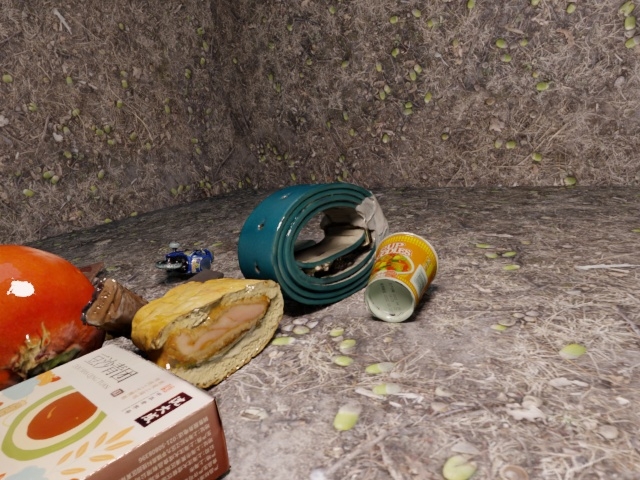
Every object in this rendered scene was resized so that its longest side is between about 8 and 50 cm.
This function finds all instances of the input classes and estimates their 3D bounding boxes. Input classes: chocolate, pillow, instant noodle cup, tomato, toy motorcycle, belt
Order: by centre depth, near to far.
[{"bbox_3d":[-0.594,0.163,0.905,0.321,0.322,0.321,-7,14,2],"label":"tomato"},{"bbox_3d":[-0.385,0.162,0.982,0.065,0.103,0.329,20,-19,7],"label":"chocolate"},{"bbox_3d":[0.182,0.094,1.110,0.168,0.169,0.185,-1,25,25],"label":"instant noodle cup"},{"bbox_3d":[-0.001,0.000,1.241,0.173,0.301,0.436,5,16,41],"label":"belt"},{"bbox_3d":[-0.443,0.069,1.625,0.168,0.113,0.315,3,6,-1],"label":"toy motorcycle"},{"bbox_3d":[-0.848,0.143,1.667,0.135,0.049,0.248,-11,19,-10],"label":"pillow"}]

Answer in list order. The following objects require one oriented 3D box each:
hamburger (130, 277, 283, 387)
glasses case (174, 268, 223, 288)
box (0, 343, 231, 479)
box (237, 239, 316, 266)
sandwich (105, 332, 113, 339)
[{"bbox_3d":[-0.247,0.176,0.988,0.208,0.162,0.329,1,19,39],"label":"hamburger"},{"bbox_3d":[-0.368,0.137,1.439,0.071,0.042,0.190,4,17,17],"label":"glasses case"},{"bbox_3d":[-0.382,0.304,0.637,0.344,0.122,0.385,5,19,44],"label":"box"},{"bbox_3d":[-0.118,0.070,1.389,0.162,0.130,0.227,0,15,29],"label":"box"},{"bbox_3d":[-0.507,0.219,1.221,0.067,0.029,0.135,3,18,35],"label":"sandwich"}]
